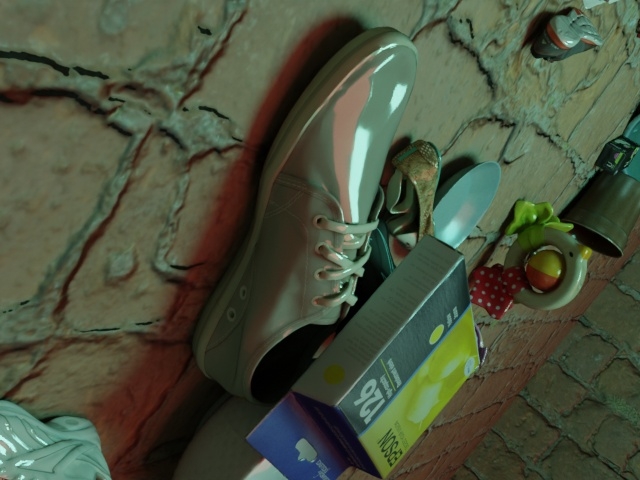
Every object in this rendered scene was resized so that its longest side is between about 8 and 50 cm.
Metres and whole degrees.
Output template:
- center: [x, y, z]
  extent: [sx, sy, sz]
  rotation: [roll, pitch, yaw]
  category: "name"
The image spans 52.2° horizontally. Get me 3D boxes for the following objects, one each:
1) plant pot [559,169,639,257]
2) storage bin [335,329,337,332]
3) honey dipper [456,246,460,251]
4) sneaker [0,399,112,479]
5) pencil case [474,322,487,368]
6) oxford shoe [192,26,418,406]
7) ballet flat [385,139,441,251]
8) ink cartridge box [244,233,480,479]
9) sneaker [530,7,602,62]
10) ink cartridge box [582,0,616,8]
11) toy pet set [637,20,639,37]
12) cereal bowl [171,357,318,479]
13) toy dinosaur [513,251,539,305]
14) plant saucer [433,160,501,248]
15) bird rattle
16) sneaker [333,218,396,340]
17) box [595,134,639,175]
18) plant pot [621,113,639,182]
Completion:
- center: [0.690, -0.071, 1.574]
  extent: [0.165, 0.167, 0.167]
  rotation: [-57, 152, -3]
  category: "plant pot"
- center: [0.088, 0.124, 1.017]
  extent: [0.135, 0.098, 0.091]
  rotation: [-52, 142, 5]
  category: "storage bin"
- center: [0.203, 0.077, 1.182]
  extent: [0.160, 0.030, 0.030]
  rotation: [-53, 152, 4]
  category: "honey dipper"
- center: [-0.264, 0.216, 0.591]
  extent: [0.090, 0.115, 0.232]
  rotation: [-51, 152, 4]
  category: "sneaker"
- center: [0.193, 0.200, 1.143]
  extent: [0.124, 0.124, 0.284]
  rotation: [-41, 172, -15]
  category: "pencil case"
- center: [0.000, 0.000, 0.693]
  extent: [0.169, 0.130, 0.449]
  rotation: [-4, 128, -51]
  category: "oxford shoe"
- center: [0.117, -0.042, 0.873]
  extent: [0.067, 0.073, 0.206]
  rotation: [-22, 133, -16]
  category: "ballet flat"
- center: [0.078, 0.190, 0.812]
  extent: [0.307, 0.072, 0.303]
  rotation: [-48, 148, -17]
  category: "ink cartridge box"
- center: [0.343, -0.285, 0.925]
  extent: [0.158, 0.061, 0.065]
  rotation: [-17, 165, -44]
  category: "sneaker"
- center: [0.355, -0.361, 0.789]
  extent: [0.092, 0.090, 0.143]
  rotation: [-26, 146, -36]
  category: "ink cartridge box"
- center: [0.615, -0.410, 1.128]
  extent: [0.122, 0.065, 0.114]
  rotation: [-53, 152, 7]
  category: "toy pet set"
- center: [-0.078, 0.293, 0.928]
  extent: [0.339, 0.141, 0.339]
  rotation: [-35, 148, -25]
  category: "cereal bowl"
- center: [0.502, 0.124, 1.632]
  extent: [0.112, 0.064, 0.211]
  rotation: [-20, 141, -44]
  category: "toy dinosaur"
- center: [0.204, -0.049, 1.017]
  extent: [0.195, 0.037, 0.195]
  rotation: [-36, 150, -24]
  category: "plant saucer"
- center: [0.416, 0.052, 1.294]
  extent: [0.143, 0.207, 0.253]
  rotation: [24, 96, -43]
  category: "bird rattle"
- center: [0.075, 0.091, 0.905]
  extent: [0.106, 0.101, 0.267]
  rotation: [-45, 139, -37]
  category: "sneaker"
- center: [0.688, -0.197, 1.510]
  extent: [0.083, 0.052, 0.062]
  rotation: [-25, 143, -37]
  category: "box"
- center: [0.942, -0.264, 1.536]
  extent: [0.334, 0.341, 0.341]
  rotation: [-44, 153, -27]
  category: "plant pot"
